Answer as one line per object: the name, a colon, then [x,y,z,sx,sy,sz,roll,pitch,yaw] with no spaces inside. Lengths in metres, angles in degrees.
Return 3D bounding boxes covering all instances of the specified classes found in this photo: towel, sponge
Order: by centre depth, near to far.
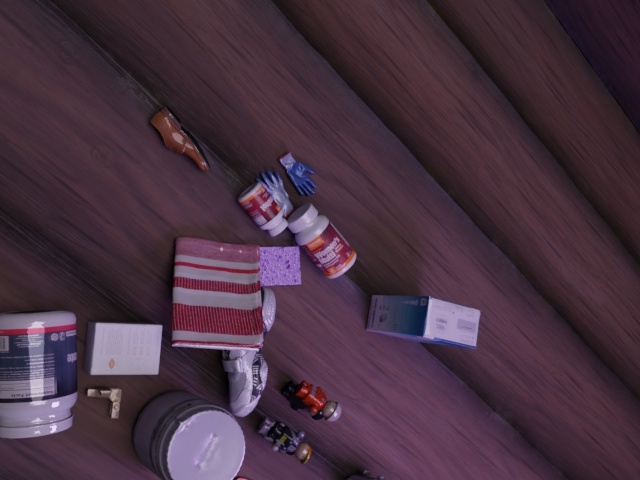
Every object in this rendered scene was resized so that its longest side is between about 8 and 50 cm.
towel: [-0.272,0.136,1.704,0.237,0.037,0.328,6,52,-17]
sponge: [-0.158,0.077,1.897,0.210,0.031,0.117,0,87,-31]

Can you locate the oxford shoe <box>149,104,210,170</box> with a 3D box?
oxford shoe: [-0.387,-0.269,1.775,0.076,0.076,0.212,-37,110,4]

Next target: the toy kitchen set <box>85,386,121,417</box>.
toy kitchen set: [-0.548,0.411,1.618,0.083,0.068,0.075,9,82,-30]

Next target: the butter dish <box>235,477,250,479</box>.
butter dish: [-0.182,0.768,1.783,0.160,0.118,0.159,32,72,-26]

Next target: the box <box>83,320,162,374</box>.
box: [-0.505,0.274,1.639,0.171,0.091,0.130,8,83,-31]

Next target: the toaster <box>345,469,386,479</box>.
toaster: [0.138,0.825,1.955,0.129,0.146,0.226,18,77,-28]

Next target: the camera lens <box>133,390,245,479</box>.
camera lens: [-0.335,0.505,1.618,0.220,0.274,0.219,2,85,-31]

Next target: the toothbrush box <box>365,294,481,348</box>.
toothbrush box: [0.318,0.252,2.018,0.216,0.296,0.126,17,79,-30]

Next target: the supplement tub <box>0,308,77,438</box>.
supplement tub: [-0.665,0.300,1.484,0.191,0.191,0.272,0,87,-31]

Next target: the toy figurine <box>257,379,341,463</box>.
toy figurine: [-0.058,0.514,1.821,0.148,0.213,0.209,38,67,-8]

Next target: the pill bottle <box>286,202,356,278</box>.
pill bottle: [0.000,0.000,1.945,0.221,0.121,0.121,50,64,-19]

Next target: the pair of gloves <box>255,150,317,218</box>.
pair of gloves: [-0.100,-0.174,1.956,0.198,0.023,0.159,-45,110,-24]

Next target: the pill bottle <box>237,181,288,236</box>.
pill bottle: [-0.165,-0.089,1.872,0.086,0.086,0.152,-47,110,-25]

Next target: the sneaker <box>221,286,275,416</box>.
sneaker: [-0.255,0.291,1.769,0.210,0.137,0.365,16,74,-28]
